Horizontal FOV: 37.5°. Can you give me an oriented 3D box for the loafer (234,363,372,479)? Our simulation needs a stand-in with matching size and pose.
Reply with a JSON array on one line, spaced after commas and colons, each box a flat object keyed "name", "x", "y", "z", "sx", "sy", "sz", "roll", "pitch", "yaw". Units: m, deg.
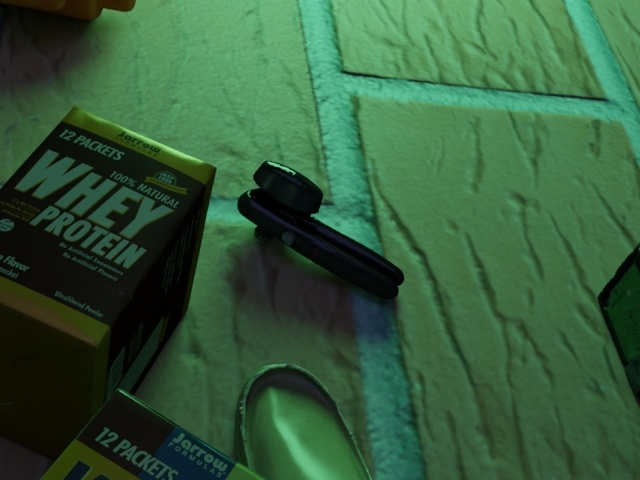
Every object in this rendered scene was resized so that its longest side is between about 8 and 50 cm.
[{"name": "loafer", "x": -0.002, "y": 0.203, "z": 0.737, "sx": 0.102, "sy": 0.092, "sz": 0.268, "roll": -4, "pitch": 52, "yaw": -19}]

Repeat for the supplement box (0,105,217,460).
[{"name": "supplement box", "x": -0.192, "y": 0.039, "z": 0.753, "sx": 0.129, "sy": 0.191, "sz": 0.194, "roll": 24, "pitch": 48, "yaw": 4}]

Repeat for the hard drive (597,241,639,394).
[{"name": "hard drive", "x": 0.376, "y": 0.046, "z": 0.813, "sx": 0.064, "sy": 0.339, "sz": 0.236, "roll": 3, "pitch": 50, "yaw": -17}]

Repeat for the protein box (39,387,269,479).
[{"name": "protein box", "x": -0.135, "y": 0.244, "z": 0.591, "sx": 0.136, "sy": 0.201, "sz": 0.199, "roll": 29, "pitch": 49, "yaw": 9}]

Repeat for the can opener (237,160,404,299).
[{"name": "can opener", "x": 0.000, "y": 0.000, "z": 0.933, "sx": 0.186, "sy": 0.073, "sz": 0.059, "roll": 37, "pitch": 42, "yaw": 4}]

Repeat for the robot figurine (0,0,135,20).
[{"name": "robot figurine", "x": -0.313, "y": -0.324, "z": 1.068, "sx": 0.220, "sy": 0.128, "sz": 0.158, "roll": 10, "pitch": 85, "yaw": -8}]
